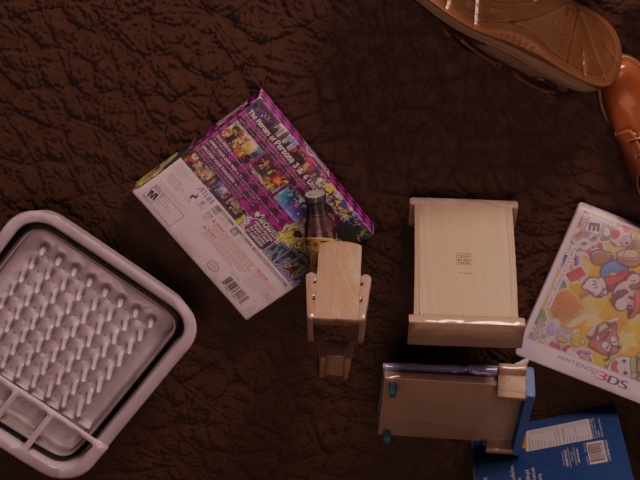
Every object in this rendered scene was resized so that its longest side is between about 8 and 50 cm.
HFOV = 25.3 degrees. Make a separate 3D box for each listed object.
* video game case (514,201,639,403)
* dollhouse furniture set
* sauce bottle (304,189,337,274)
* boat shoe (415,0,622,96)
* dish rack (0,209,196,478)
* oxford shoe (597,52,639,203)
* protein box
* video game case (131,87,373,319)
[{"bbox_3d":[0.385,0.087,1.827,0.206,0.026,0.227,21,114,4],"label":"video game case"},{"bbox_3d":[0.126,0.120,1.829,0.286,0.198,0.303,2,138,2],"label":"dollhouse furniture set"},{"bbox_3d":[0.000,0.000,1.769,0.042,0.042,0.128,-7,114,6],"label":"sauce bottle"},{"bbox_3d":[0.182,-0.261,1.635,0.342,0.123,0.123,25,158,-23],"label":"boat shoe"},{"bbox_3d":[-0.349,0.130,1.875,0.285,0.072,0.333,36,112,-12],"label":"dish rack"},{"bbox_3d":[0.391,-0.125,1.721,0.076,0.076,0.212,-20,111,13],"label":"oxford shoe"},{"bbox_3d":[0.312,0.339,1.871,0.201,0.200,0.136,-13,113,9],"label":"protein box"},{"bbox_3d":[-0.084,-0.041,1.798,0.210,0.042,0.232,-35,109,17],"label":"video game case"}]
